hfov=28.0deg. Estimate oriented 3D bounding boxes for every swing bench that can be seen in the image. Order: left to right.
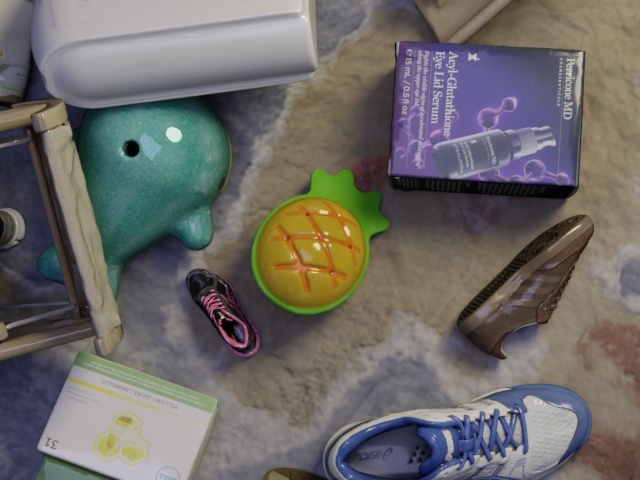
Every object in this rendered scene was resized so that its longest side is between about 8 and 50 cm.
[{"bbox_3d":[-0.347,-0.003,1.340,0.255,0.165,0.253,-10,104,5],"label":"swing bench"}]

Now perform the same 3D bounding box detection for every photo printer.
[{"bbox_3d":[-0.159,-0.257,1.394,0.308,0.107,0.256,-7,43,4],"label":"photo printer"}]

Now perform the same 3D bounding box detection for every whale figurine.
[{"bbox_3d":[-0.217,-0.053,1.421,0.216,0.141,0.272,34,93,7],"label":"whale figurine"}]

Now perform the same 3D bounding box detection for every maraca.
[{"bbox_3d":[0.000,0.000,1.423,0.127,0.099,0.185,38,64,-3],"label":"maraca"}]

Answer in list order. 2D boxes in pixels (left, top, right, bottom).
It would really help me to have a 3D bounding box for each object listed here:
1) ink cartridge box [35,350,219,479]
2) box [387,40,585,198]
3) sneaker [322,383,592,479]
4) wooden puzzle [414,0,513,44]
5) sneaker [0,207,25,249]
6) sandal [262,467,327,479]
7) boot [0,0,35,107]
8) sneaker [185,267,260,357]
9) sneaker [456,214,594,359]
[{"bbox_3d":[-0.231,0.260,1.412,0.171,0.056,0.235,19,70,6],"label":"ink cartridge box"},{"bbox_3d":[0.181,-0.131,1.409,0.207,0.108,0.153,2,85,6],"label":"box"},{"bbox_3d":[0.150,0.224,1.370,0.297,0.131,0.111,-14,82,1],"label":"sneaker"},{"bbox_3d":[0.145,-0.425,1.359,0.322,0.080,0.347,-39,74,39],"label":"wooden puzzle"},{"bbox_3d":[-0.430,-0.005,1.469,0.170,0.075,0.063,-11,84,4],"label":"sneaker"},{"bbox_3d":[0.015,0.307,1.413,0.180,0.072,0.049,24,109,3],"label":"sandal"},{"bbox_3d":[-0.426,-0.259,1.491,0.213,0.077,0.165,17,87,1],"label":"boot"},{"bbox_3d":[-0.112,0.079,1.443,0.047,0.057,0.119,-39,82,3],"label":"sneaker"},{"bbox_3d":[0.239,0.052,1.420,0.188,0.066,0.071,-42,100,6],"label":"sneaker"}]
